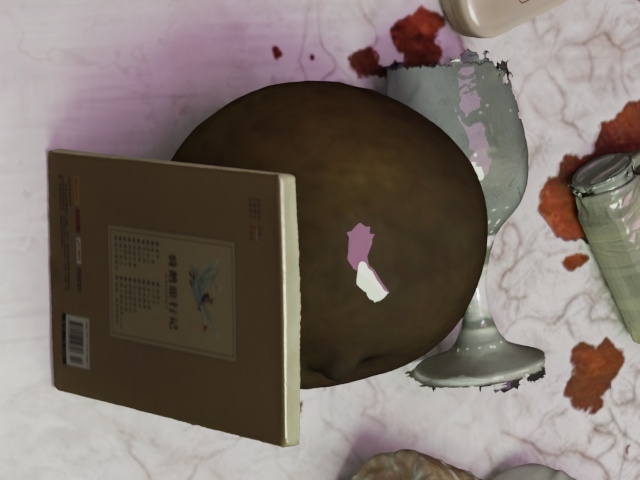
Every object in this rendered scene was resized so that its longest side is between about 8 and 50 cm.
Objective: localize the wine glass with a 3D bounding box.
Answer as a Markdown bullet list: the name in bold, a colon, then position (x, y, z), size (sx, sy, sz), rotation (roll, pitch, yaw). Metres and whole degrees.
- **wine glass**: position (0.135, -0.020, 1.880), size (0.143, 0.143, 0.321), rotation (-12, 103, -28)

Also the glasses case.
- **glasses case**: position (0.205, -0.264, 1.937), size (0.196, 0.050, 0.083), rotation (-30, 113, -24)

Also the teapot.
- **teapot**: position (0.336, 0.000, 2.037), size (0.107, 0.077, 0.200), rotation (-37, 114, -25)

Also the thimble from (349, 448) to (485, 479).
- **thimble**: position (0.083, 0.317, 1.871), size (0.148, 0.196, 0.229), rotation (27, 113, -27)

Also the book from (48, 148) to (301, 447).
- **book**: position (-0.127, 0.041, 1.637), size (0.021, 0.310, 0.217), rotation (-8, 101, -42)

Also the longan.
- **longan**: position (0.002, -0.004, 1.715), size (0.297, 0.297, 0.297), rotation (-5, 99, -30)

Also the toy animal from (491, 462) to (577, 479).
- **toy animal**: position (0.220, 0.389, 1.952), size (0.265, 0.206, 0.272), rotation (-48, 119, -20)
